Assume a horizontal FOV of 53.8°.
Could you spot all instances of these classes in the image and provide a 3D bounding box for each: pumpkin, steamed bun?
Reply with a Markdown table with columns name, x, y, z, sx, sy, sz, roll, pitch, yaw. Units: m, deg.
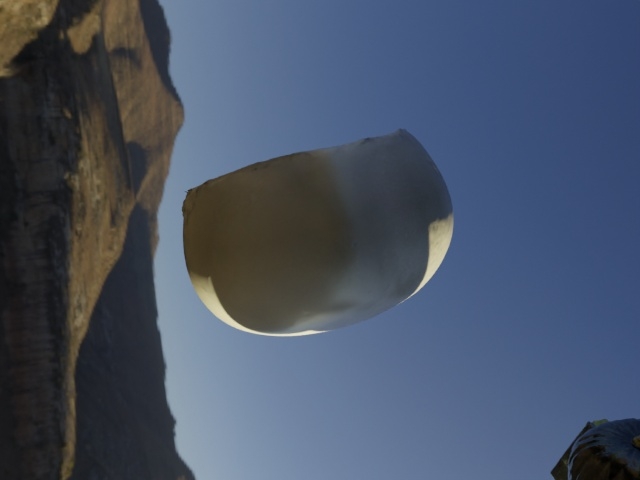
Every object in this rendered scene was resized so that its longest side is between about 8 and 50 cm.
| name | x | y | z | sx | sy | sz | roll | pitch | yaw |
| --- | --- | --- | --- | --- | --- | --- | --- | --- | --- |
| pumpkin | 0.557 | 0.440 | 1.082 | 0.248 | 0.247 | 0.248 | 173 | -90 | -70 |
| steamed bun | 0.000 | 0.000 | 0.762 | 0.324 | 0.324 | 0.207 | 174 | -100 | -70 |

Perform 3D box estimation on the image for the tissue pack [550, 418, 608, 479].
| name | x | y | z | sx | sy | sz | roll | pitch | yaw |
| --- | --- | --- | --- | --- | --- | --- | --- | --- | --- |
| tissue pack | 0.622 | 0.538 | 1.330 | 0.257 | 0.081 | 0.185 | 60 | -41 | 46 |
